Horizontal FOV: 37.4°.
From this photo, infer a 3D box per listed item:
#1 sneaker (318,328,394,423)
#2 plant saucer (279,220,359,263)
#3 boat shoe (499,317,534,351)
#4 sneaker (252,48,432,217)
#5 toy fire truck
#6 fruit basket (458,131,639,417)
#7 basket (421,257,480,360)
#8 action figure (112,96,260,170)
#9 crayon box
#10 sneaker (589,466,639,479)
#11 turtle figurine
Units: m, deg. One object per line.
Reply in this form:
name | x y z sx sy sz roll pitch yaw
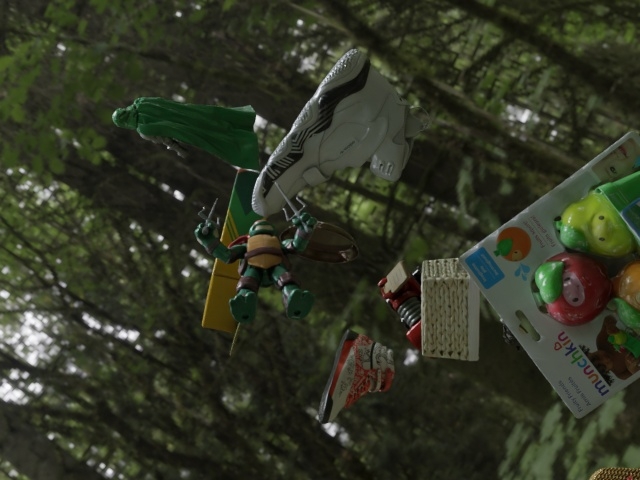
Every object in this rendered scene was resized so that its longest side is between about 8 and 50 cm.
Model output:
sneaker | 0.093 0.336 2.220 0.270 0.145 0.090 -69 3 -46
plant saucer | 0.000 0.000 1.965 0.168 0.168 0.029 67 -148 -60
boat shoe | 0.424 0.206 2.053 0.049 0.056 0.152 -44 -45 6
sneaker | 0.035 -0.148 1.726 0.366 0.210 0.137 -54 2 23
toy fire truck | 0.217 0.145 2.142 0.158 0.217 0.246 -46 -26 19
fruit basket | 0.456 0.054 1.503 0.353 0.327 0.165 -35 -8 1
basket | 0.233 0.120 1.694 0.113 0.103 0.167 -69 -21 -70
action figure | -0.213 -0.176 1.484 0.232 0.137 0.063 10 -41 -28
crayon box | -0.168 0.041 1.879 0.202 0.081 0.318 110 171 -52
sneaker | 0.591 0.468 1.735 0.069 0.185 0.084 -40 -68 -35
turtle figurine | -0.081 0.018 1.367 0.175 0.234 0.118 -17 -48 4
